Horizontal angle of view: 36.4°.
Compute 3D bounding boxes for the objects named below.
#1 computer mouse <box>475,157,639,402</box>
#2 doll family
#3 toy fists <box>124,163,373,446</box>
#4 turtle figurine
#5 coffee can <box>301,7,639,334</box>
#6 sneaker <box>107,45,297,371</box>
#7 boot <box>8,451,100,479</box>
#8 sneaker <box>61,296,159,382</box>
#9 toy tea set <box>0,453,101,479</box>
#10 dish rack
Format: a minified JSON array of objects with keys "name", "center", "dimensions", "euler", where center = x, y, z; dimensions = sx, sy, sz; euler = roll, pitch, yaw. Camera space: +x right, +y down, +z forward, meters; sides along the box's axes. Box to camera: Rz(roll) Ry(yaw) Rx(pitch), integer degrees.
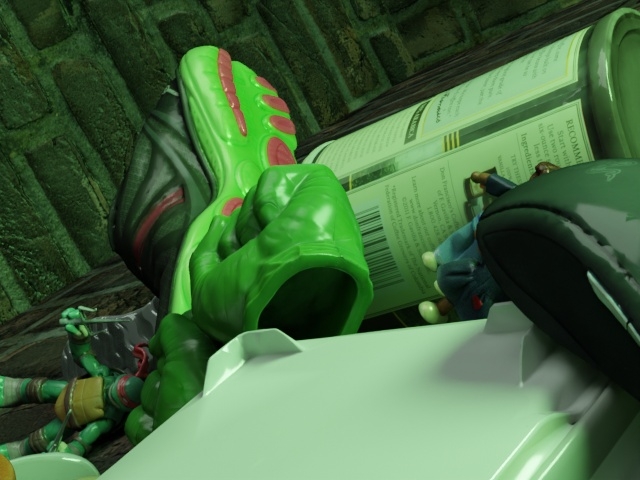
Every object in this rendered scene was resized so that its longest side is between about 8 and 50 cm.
[{"name":"computer mouse","center":[0.190,0.026,0.350],"dimensions":[0.184,0.060,0.262],"euler":[-15,42,-21]},{"name":"doll family","center":[0.128,0.035,0.591],"dimensions":[0.076,0.193,0.111],"euler":[-6,-34,-46]},{"name":"toy fists","center":[-0.061,0.071,0.702],"dimensions":[0.279,0.096,0.142],"euler":[-62,21,24]},{"name":"turtle figurine","center":[-0.270,0.179,1.069],"dimensions":[0.234,0.118,0.175],"euler":[-23,52,32]},{"name":"coffee can","center":[0.143,-0.029,0.749],"dimensions":[0.275,0.202,0.201],"euler":[-20,13,38]},{"name":"sneaker","center":[-0.117,0.003,1.031],"dimensions":[0.202,0.185,0.483],"euler":[-41,35,31]},{"name":"boot","center":[-0.311,0.254,0.853],"dimensions":[0.258,0.095,0.123],"euler":[-24,3,-9]},{"name":"sneaker","center":[-0.210,0.133,1.252],"dimensions":[0.281,0.105,0.115],"euler":[-26,-19,22]},{"name":"toy tea set","center":[-0.253,0.269,0.637],"dimensions":[0.200,0.124,0.336],"euler":[16,24,15]},{"name":"dish rack","center":[-0.020,0.116,0.442],"dimensions":[0.285,0.072,0.332],"euler":[-37,15,-36]}]
